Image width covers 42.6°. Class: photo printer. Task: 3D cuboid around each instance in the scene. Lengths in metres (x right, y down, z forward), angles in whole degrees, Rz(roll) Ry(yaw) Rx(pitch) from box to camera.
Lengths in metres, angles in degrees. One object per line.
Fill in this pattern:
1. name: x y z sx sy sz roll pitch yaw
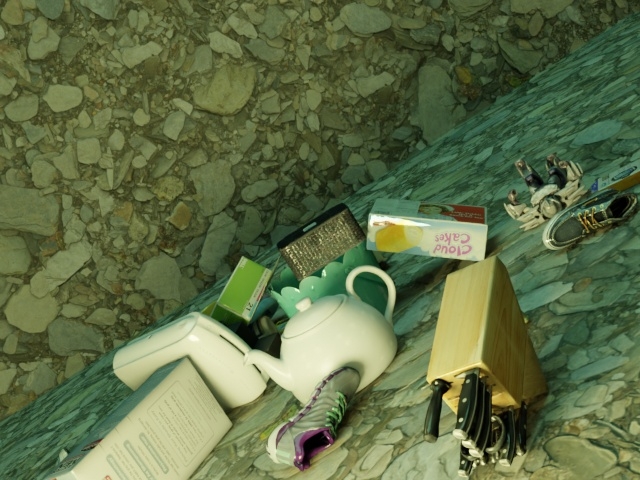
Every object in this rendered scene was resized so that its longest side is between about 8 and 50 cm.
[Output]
1. photo printer: -0.287 0.294 1.881 0.307 0.256 0.107 -25 31 33

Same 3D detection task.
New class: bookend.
1. bookend: -0.153 0.246 1.928 0.156 0.157 0.072 -25 25 40

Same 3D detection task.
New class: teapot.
1. teapot: 0.018 0.188 1.617 0.252 0.187 0.256 -27 10 27

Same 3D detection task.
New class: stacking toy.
1. stacking toy: -0.254 0.278 2.338 0.309 0.130 0.279 -26 -26 -55

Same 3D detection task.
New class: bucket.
1. bucket: 0.033 0.118 1.930 0.281 0.183 0.281 -31 10 6

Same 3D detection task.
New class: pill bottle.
1. pill bottle: -0.190 0.274 2.118 0.169 0.094 0.094 -31 10 8

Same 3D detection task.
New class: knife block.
1. knife block: 0.196 0.159 1.079 0.088 0.276 0.242 -26 -18 33

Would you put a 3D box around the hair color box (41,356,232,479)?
1. hair color box: -0.351 0.419 1.634 0.113 0.185 0.374 -25 12 35

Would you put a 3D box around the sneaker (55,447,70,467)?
1. sneaker: -0.605 0.573 1.916 0.122 0.110 0.283 -39 11 -18

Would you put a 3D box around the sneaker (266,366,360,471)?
1. sneaker: 0.014 0.312 1.415 0.098 0.083 0.223 12 46 47

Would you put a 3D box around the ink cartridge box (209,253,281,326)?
1. ink cartridge box: -0.181 0.112 2.017 0.255 0.097 0.189 -63 1 40

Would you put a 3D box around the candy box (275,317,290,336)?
1. candy box: -0.058 0.220 2.174 0.206 0.027 0.105 -26 14 37

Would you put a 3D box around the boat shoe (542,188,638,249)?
1. boat shoe: 0.512 -0.043 1.562 0.183 0.065 0.083 -33 8 -9

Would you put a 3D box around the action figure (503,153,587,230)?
1. action figure: 0.508 -0.118 1.866 0.185 0.099 0.285 -24 15 19

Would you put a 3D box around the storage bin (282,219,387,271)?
1. storage bin: 0.037 0.061 2.311 0.262 0.123 0.260 -33 3 0

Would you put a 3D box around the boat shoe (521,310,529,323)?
1. boat shoe: 0.312 0.122 1.423 0.056 0.048 0.153 -33 10 -2

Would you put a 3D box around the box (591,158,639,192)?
1. box: 0.636 -0.130 1.722 0.136 0.028 0.081 -30 10 27

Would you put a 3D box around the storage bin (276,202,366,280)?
1. storage bin: 0.000 0.000 1.829 0.180 0.084 0.122 -31 11 -1

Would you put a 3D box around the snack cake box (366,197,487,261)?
1. snack cake box: 0.246 -0.028 1.877 0.264 0.089 0.152 6 17 10
